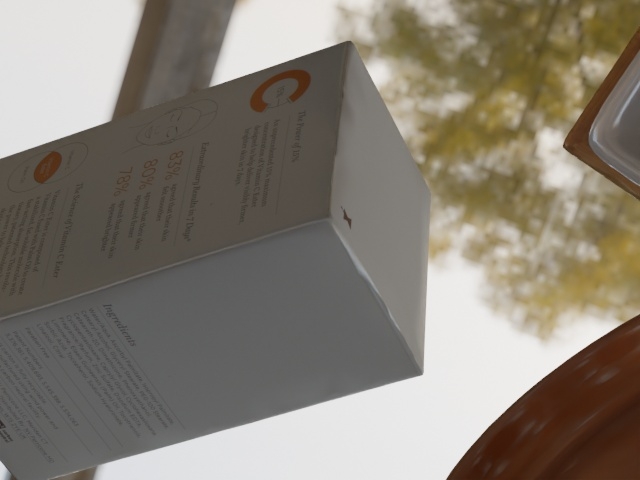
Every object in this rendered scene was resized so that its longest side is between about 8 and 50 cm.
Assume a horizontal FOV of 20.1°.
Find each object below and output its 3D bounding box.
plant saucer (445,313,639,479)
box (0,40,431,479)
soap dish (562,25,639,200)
[{"bbox_3d":[0.135,0.083,0.762,0.037,0.200,0.200,53,-169,-8],"label":"plant saucer"},{"bbox_3d":[-0.106,0.019,1.380,0.345,0.168,0.215,-17,-143,19],"label":"box"},{"bbox_3d":[0.360,-0.083,1.305,0.291,0.229,0.118,35,-167,13],"label":"soap dish"}]
